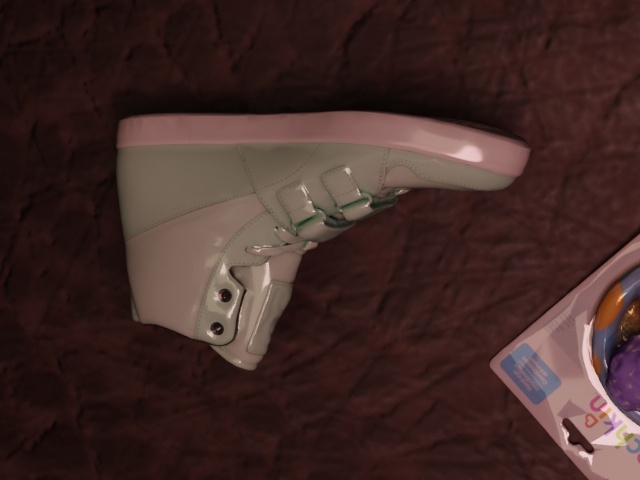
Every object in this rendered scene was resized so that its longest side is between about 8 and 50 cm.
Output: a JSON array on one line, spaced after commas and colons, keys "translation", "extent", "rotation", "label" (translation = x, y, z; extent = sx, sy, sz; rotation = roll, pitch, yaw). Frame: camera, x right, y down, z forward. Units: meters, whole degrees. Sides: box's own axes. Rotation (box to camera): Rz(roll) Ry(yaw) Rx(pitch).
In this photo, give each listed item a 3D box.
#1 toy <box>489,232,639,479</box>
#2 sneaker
[{"translation": [0.223, 0.051, 0.852], "extent": [0.237, 0.056, 0.137], "rotation": [-43, 84, 15], "label": "toy"}, {"translation": [0.000, 0.000, 0.880], "extent": [0.255, 0.094, 0.151], "rotation": [0, 91, 24], "label": "sneaker"}]
